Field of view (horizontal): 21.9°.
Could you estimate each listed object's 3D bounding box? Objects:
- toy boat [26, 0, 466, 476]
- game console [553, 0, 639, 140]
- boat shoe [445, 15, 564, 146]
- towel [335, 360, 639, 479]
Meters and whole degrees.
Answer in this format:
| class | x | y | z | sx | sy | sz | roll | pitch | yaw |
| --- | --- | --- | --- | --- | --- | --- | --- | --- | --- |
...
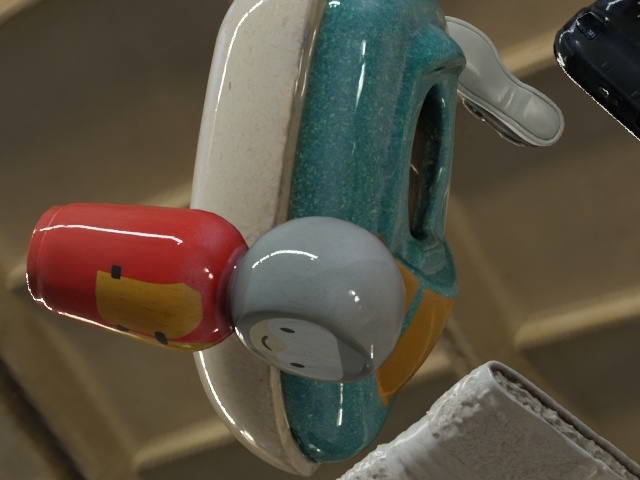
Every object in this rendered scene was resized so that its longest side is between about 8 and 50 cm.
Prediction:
| class | x | y | z | sx | sy | sz | roll | pitch | yaw |
| --- | --- | --- | --- | --- | --- | --- | --- | --- | --- |
| toy boat | 0.000 | 0.000 | 0.759 | 0.148 | 0.318 | 0.267 | 9 | -78 | 17 |
| game console | 0.301 | -0.032 | 0.977 | 0.361 | 0.213 | 0.044 | 45 | -37 | 17 |
| boat shoe | 0.118 | -0.110 | 1.171 | 0.125 | 0.046 | 0.038 | 36 | -16 | -15 |
| towel | 0.148 | 0.213 | 1.156 | 0.282 | 0.049 | 0.187 | 37 | -64 | -24 |
